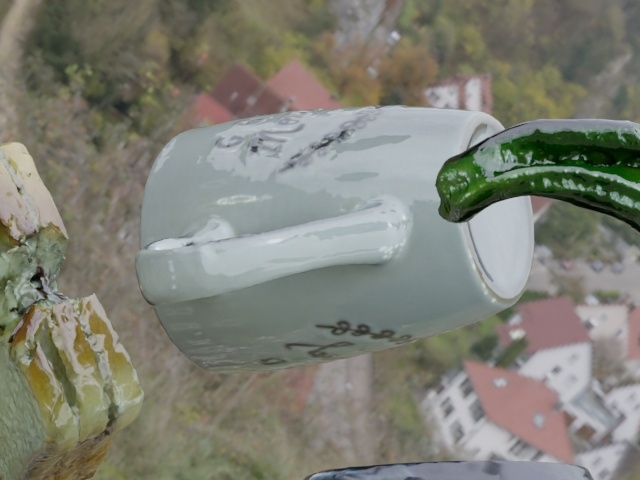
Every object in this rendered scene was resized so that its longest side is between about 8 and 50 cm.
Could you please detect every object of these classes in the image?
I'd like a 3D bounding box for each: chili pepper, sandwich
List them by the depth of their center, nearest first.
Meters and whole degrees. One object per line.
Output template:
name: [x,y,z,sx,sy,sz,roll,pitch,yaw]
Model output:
chili pepper: [0.142,-0.012,0.505,0.182,0.050,0.073,15,-11,-15]
sandwich: [-0.257,0.065,1.018,0.095,0.249,0.273,-21,77,-27]

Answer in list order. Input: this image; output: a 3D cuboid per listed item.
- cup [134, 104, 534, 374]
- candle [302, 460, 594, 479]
cup: [0.000,0.000,0.824,0.258,0.234,0.186,-18,99,-58]
candle: [0.079,0.303,0.719,0.221,0.221,0.342,23,60,-43]
